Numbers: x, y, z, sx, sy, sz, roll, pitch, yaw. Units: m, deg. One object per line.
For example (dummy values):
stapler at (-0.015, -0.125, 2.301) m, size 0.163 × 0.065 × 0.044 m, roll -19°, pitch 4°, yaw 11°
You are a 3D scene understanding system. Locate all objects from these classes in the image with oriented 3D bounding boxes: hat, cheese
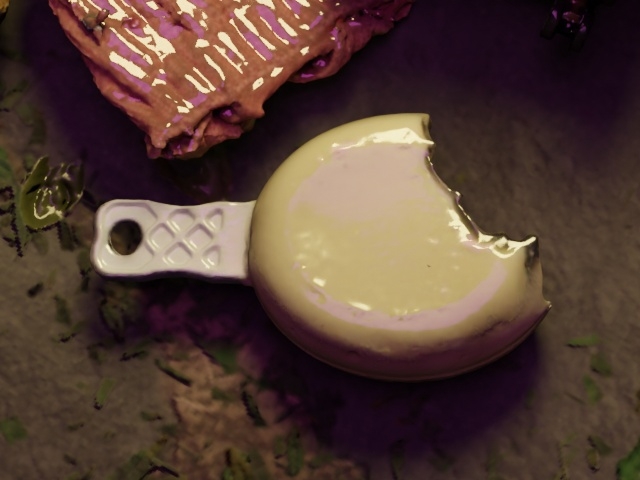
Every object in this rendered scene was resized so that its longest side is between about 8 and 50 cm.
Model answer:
hat at (-0.088, -0.207, 1.072) m, size 0.237 × 0.107 × 0.286 m, roll -37°, pitch 78°, yaw -23°
cheese at (-0.002, 0.019, 1.013) m, size 0.249 × 0.071 × 0.163 m, roll -18°, pitch 71°, yaw 0°

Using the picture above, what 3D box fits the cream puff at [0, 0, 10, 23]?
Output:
cream puff at (-0.261, -0.172, 1.066) m, size 0.115 × 0.150 × 0.165 m, roll -22°, pitch 29°, yaw 16°

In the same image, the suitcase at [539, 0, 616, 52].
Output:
suitcase at (0.140, -0.288, 1.041) m, size 0.202 × 0.128 × 0.312 m, roll 24°, pitch 70°, yaw 0°
